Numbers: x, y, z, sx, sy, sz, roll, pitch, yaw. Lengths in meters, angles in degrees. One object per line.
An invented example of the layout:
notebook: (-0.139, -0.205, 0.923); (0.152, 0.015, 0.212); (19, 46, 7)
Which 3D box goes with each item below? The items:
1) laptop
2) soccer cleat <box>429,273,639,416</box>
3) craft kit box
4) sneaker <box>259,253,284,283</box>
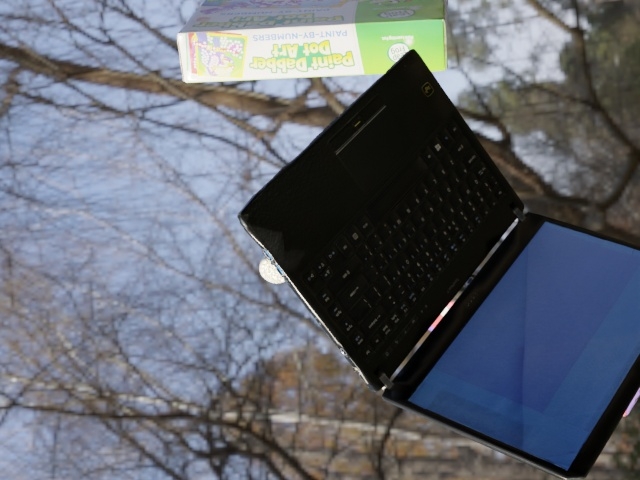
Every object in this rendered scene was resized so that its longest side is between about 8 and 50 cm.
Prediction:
laptop: (0.119, 0.003, 0.768); (0.264, 0.137, 0.234); (53, -126, -13)
soccer cleat: (0.212, 0.108, 1.143); (0.108, 0.318, 0.116); (-126, 49, -80)
craft kit box: (0.004, -0.227, 1.068); (0.246, 0.250, 0.061); (-79, -15, -60)
sneaker: (0.000, -0.001, 1.306); (0.058, 0.152, 0.084); (61, -160, -25)
